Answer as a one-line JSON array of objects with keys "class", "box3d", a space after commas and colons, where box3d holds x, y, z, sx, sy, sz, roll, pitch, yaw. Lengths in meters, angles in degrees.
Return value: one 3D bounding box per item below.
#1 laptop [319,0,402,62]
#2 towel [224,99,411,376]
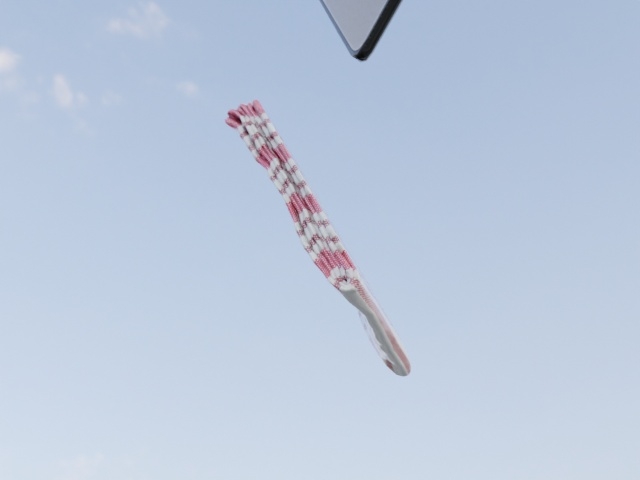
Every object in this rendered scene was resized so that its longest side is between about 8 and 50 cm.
[{"class": "laptop", "box3d": [-0.044, -0.382, 0.427, 0.236, 0.382, 0.408, 4, -45, -32]}, {"class": "towel", "box3d": [0.000, 0.000, 0.627, 0.029, 0.197, 0.144, -31, -37, 3]}]
